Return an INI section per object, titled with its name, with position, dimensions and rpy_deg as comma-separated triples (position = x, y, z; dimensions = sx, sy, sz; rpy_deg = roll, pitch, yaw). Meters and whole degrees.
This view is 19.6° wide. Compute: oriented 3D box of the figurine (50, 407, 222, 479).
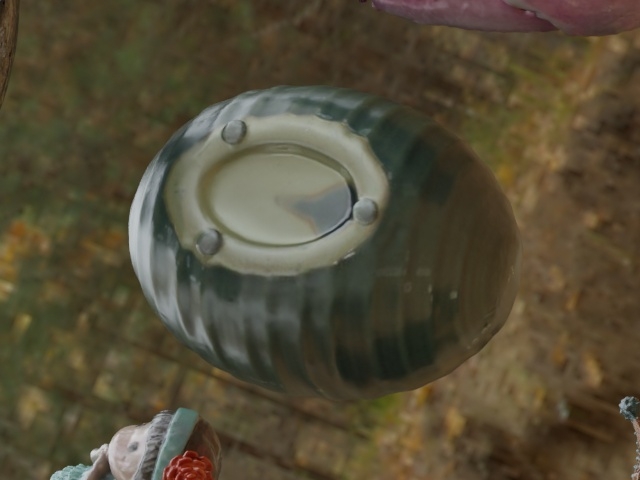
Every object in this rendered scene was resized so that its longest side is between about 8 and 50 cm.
[figurine]
position = -0.212, 0.268, 1.970
dimensions = 0.245, 0.110, 0.138
rpy_deg = -28, 34, 18

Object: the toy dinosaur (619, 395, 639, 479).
[toy dinosaur]
position = 0.288, 0.205, 1.576
dimensions = 0.055, 0.049, 0.154
rpy_deg = 148, 104, -87

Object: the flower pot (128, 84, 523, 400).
[flower pot]
position = 0.000, 0.000, 1.122
dimensions = 0.157, 0.243, 0.189
rpy_deg = 45, -124, -62

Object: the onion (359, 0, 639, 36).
[onion]
position = 0.083, -0.242, 1.041
dimensions = 0.267, 0.348, 0.159
rpy_deg = -72, -29, -48

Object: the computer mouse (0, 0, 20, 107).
[computer mouse]
position = -0.229, -0.114, 1.129
dimensions = 0.168, 0.087, 0.295
rpy_deg = -54, 17, 41
